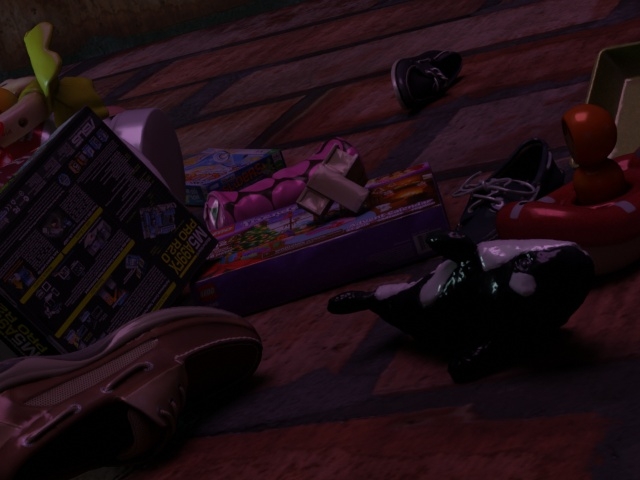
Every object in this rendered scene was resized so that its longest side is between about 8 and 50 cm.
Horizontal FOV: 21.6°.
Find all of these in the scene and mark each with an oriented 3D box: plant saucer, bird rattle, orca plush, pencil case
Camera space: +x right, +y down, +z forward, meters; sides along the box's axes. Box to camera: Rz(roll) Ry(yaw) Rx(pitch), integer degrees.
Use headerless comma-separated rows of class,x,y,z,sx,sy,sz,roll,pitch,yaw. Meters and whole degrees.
plant saucer,0.391,-0.151,1.898,0.188,0.045,0.188,-7,48,35
bird rattle,-0.398,-0.140,2.093,0.253,0.143,0.207,-49,27,-21
orca plush,0.116,0.069,1.489,0.287,0.151,0.102,-1,55,40
pencil case,-0.049,-0.057,2.110,0.209,0.095,0.098,-24,52,-24

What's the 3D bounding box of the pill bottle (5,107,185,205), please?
pill bottle,-0.400,-0.069,2.253,0.408,0.229,0.229,-6,19,14

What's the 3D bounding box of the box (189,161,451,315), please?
box,0.000,0.000,1.919,0.293,0.057,0.201,-18,15,4

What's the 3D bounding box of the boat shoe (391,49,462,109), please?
boat shoe,0.163,-0.252,2.546,0.065,0.075,0.206,-15,11,24

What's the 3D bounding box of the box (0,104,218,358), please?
box,-0.253,0.014,1.775,0.060,0.216,0.270,-31,18,42

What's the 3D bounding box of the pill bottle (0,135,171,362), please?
pill bottle,-0.354,0.043,1.876,0.224,0.224,0.392,-6,20,38

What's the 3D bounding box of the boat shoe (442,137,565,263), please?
boat shoe,0.193,-0.037,1.782,0.095,0.079,0.254,-6,20,38

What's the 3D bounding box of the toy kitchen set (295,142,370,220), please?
toy kitchen set,0.028,-0.049,1.904,0.068,0.075,0.083,29,77,20

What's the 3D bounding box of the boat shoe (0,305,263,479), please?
boat shoe,-0.182,0.156,1.549,0.324,0.123,0.116,-19,47,-33

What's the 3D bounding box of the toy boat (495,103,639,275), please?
toy boat,0.271,-0.060,1.643,0.231,0.151,0.151,-28,18,-30

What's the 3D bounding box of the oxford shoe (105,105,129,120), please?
oxford shoe,-0.394,-0.074,2.484,0.397,0.140,0.146,-37,41,-27

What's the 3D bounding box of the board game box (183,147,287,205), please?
board game box,-0.159,-0.093,2.451,0.136,0.035,0.201,-29,19,-31
